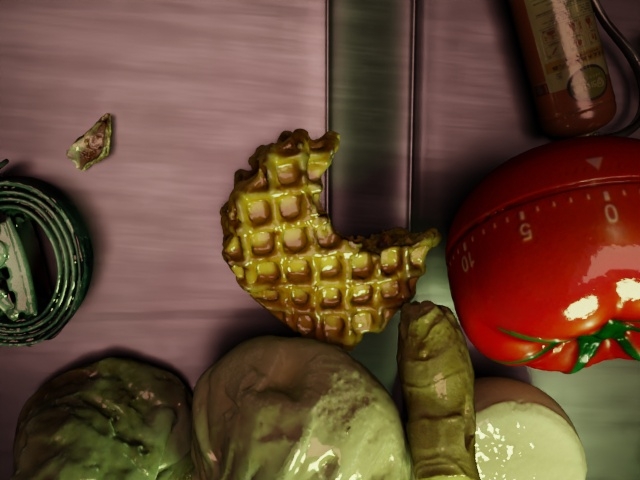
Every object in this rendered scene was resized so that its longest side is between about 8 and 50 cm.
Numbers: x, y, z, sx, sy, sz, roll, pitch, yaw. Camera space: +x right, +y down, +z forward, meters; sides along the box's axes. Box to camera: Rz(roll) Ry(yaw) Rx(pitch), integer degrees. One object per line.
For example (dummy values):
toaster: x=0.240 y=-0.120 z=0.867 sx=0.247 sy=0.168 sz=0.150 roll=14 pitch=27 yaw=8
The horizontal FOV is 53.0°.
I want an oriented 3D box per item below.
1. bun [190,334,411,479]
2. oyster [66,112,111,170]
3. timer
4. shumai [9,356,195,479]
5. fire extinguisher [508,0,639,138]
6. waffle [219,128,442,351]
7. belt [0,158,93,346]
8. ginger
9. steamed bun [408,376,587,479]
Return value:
bun: x=-0.042 y=0.316 z=0.913 sx=0.359 sy=0.211 sz=0.360 roll=10 pitch=123 yaw=16
oyster: x=-0.334 y=-0.144 z=0.957 sx=0.093 sy=0.034 sz=0.051 roll=-36 pitch=85 yaw=11
timer: x=0.366 y=0.025 z=0.895 sx=0.377 sy=0.378 sz=0.279 roll=4 pitch=61 yaw=-7
shumai: x=-0.316 y=0.350 z=0.916 sx=0.304 sy=0.263 sz=0.309 roll=-45 pitch=101 yaw=3
fire extinguisher: x=0.399 y=-0.281 z=0.972 sx=0.200 sy=0.113 sz=0.376 roll=-16 pitch=100 yaw=8
waffle: x=0.000 y=0.000 z=0.961 sx=0.324 sy=0.151 sz=0.261 roll=43 pitch=88 yaw=-9
belt: x=-0.439 y=0.017 z=0.926 sx=0.206 sy=0.116 sz=0.268 roll=0 pitch=101 yaw=-10
ginger: x=0.165 y=0.212 z=0.894 sx=0.109 sy=0.116 sz=0.263 roll=1 pitch=67 yaw=-15
steamed bun: x=0.265 y=0.349 z=1.024 sx=0.282 sy=0.177 sz=0.283 roll=-2 pitch=99 yaw=-11
